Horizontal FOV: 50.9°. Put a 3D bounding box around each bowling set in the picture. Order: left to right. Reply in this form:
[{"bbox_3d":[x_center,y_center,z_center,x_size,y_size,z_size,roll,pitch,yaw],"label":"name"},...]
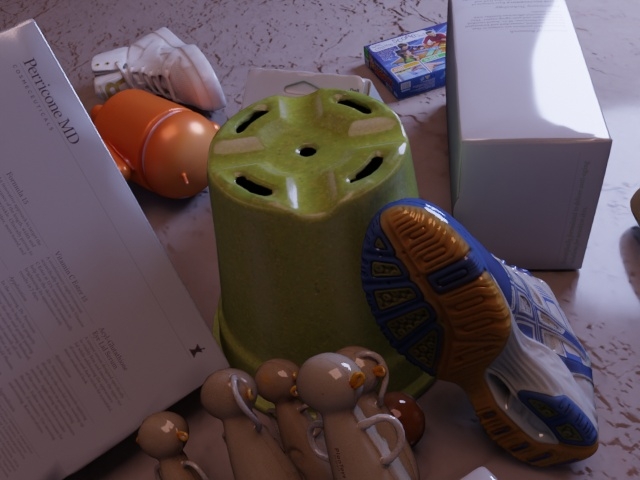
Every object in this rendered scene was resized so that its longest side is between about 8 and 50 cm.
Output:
[{"bbox_3d":[-0.009,0.147,0.565,0.287,0.154,0.200,-18,7,38],"label":"bowling set"}]

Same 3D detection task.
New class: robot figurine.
[{"bbox_3d":[-0.230,-0.134,0.940,0.219,0.158,0.128,25,94,30],"label":"robot figurine"}]

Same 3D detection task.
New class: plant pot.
[{"bbox_3d":[0.000,0.000,0.675,0.276,0.254,0.276,-5,44,5],"label":"plant pot"}]

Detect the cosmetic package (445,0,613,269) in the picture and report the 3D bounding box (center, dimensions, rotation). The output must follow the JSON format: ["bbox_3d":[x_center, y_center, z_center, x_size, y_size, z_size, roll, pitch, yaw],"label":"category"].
[{"bbox_3d":[0.235,-0.157,0.840,0.155,0.197,0.365,-1,46,7],"label":"cosmetic package"}]

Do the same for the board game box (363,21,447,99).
[{"bbox_3d":[0.190,-0.307,1.113,0.201,0.035,0.136,-19,45,-10],"label":"board game box"}]

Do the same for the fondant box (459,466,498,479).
[{"bbox_3d":[0.058,0.342,0.431,0.330,0.096,0.238,-26,47,-19],"label":"fondant box"}]

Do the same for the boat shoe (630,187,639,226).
[{"bbox_3d":[0.443,0.020,0.706,0.104,0.089,0.285,-38,35,6],"label":"boat shoe"}]

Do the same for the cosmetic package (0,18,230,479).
[{"bbox_3d":[-0.298,0.034,0.617,0.284,0.377,0.097,-31,13,-20],"label":"cosmetic package"}]

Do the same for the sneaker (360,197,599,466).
[{"bbox_3d":[0.144,0.065,0.595,0.112,0.296,0.131,-22,27,37],"label":"sneaker"}]

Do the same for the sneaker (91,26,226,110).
[{"bbox_3d":[-0.275,-0.253,1.093,0.169,0.108,0.292,-29,38,-17],"label":"sneaker"}]

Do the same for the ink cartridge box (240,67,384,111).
[{"bbox_3d":[0.006,-0.134,0.839,0.153,0.208,0.087,9,85,18],"label":"ink cartridge box"}]
